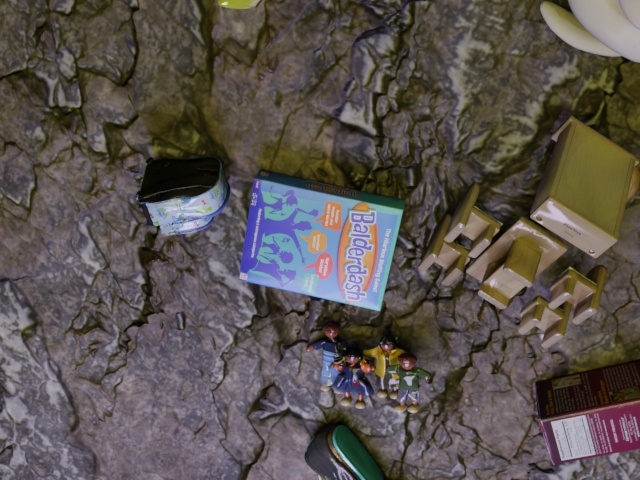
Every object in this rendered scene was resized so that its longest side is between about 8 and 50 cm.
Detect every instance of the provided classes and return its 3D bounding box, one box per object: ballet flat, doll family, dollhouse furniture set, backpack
[{"bbox_3d":[0.080,0.405,1.392,0.096,0.095,0.280,-40,91,30],"label":"ballet flat"},{"bbox_3d":[0.067,0.181,1.311,0.193,0.076,0.111,1,116,11],"label":"doll family"},{"bbox_3d":[0.289,-0.017,1.180,0.212,0.161,0.242,32,140,-4],"label":"dollhouse furniture set"},{"bbox_3d":[-0.183,-0.064,1.239,0.114,0.105,0.084,-8,132,11],"label":"backpack"}]

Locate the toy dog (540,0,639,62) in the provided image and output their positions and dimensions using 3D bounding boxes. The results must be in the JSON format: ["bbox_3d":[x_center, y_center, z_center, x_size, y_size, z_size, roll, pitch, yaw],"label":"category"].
[{"bbox_3d":[0.326,-0.418,0.949,0.284,0.395,0.408,-42,98,-17],"label":"toy dog"}]

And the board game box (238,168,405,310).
[{"bbox_3d":[0.000,0.000,1.263,0.210,0.047,0.160,11,112,3],"label":"board game box"}]

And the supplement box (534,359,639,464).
[{"bbox_3d":[0.406,0.239,1.264,0.188,0.104,0.081,-15,108,14],"label":"supplement box"}]

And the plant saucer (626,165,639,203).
[{"bbox_3d":[0.384,-0.078,1.193,0.083,0.015,0.083,3,111,8],"label":"plant saucer"}]

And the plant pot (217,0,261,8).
[{"bbox_3d":[-0.097,-0.409,1.030,0.207,0.228,0.227,39,111,-13],"label":"plant pot"}]
